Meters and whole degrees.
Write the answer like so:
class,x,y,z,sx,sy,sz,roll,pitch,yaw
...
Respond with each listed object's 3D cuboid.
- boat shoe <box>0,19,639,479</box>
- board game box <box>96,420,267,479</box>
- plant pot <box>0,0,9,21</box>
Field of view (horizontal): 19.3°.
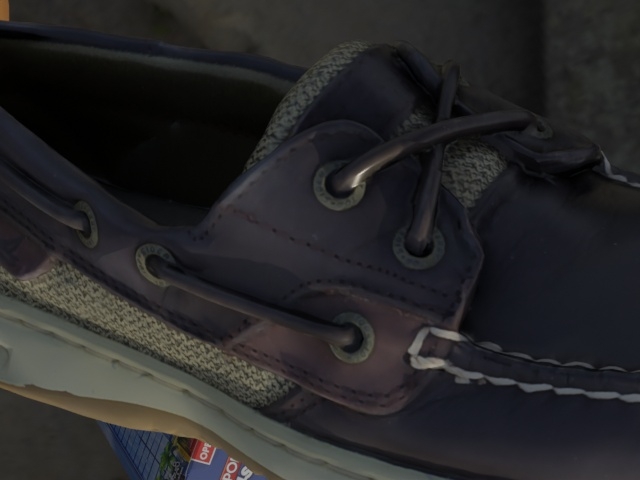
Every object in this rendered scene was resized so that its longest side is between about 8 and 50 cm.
class,x,y,z,sx,sy,sz,roll,pitch,yaw
boat shoe,0.008,-0.001,0.446,0.103,0.285,0.092,-42,132,-44
board game box,-0.068,0.040,1.003,0.060,0.194,0.194,19,93,-33
plant pot,-0.251,-0.144,0.706,0.291,0.291,0.203,15,63,-18
